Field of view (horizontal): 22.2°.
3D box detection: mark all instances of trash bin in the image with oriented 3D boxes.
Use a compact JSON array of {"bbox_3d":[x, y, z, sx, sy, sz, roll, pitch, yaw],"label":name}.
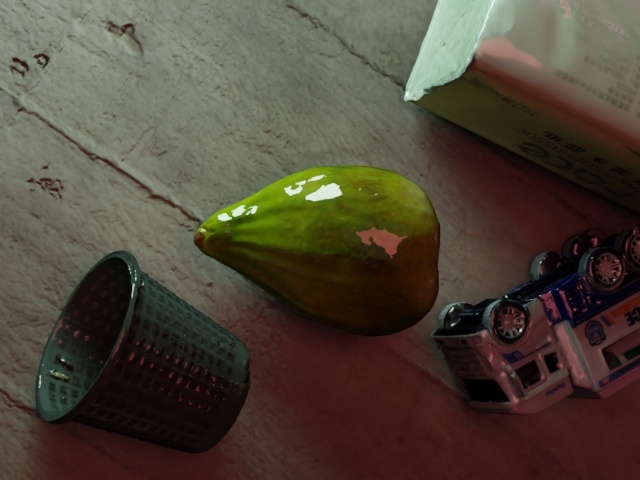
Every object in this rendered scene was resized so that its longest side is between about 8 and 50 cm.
[{"bbox_3d":[-0.159,0.118,1.541,0.161,0.175,0.175,28,73,-28],"label":"trash bin"}]

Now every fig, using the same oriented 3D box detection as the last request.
[{"bbox_3d":[0.012,0.002,1.631,0.233,0.167,0.167,13,75,20],"label":"fig"}]

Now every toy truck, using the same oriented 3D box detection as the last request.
[{"bbox_3d":[0.263,0.095,1.714,0.268,0.124,0.155,-27,97,-23],"label":"toy truck"}]

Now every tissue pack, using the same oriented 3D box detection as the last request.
[{"bbox_3d":[0.335,-0.218,1.741,0.405,0.205,0.332,25,75,-16],"label":"tissue pack"}]
